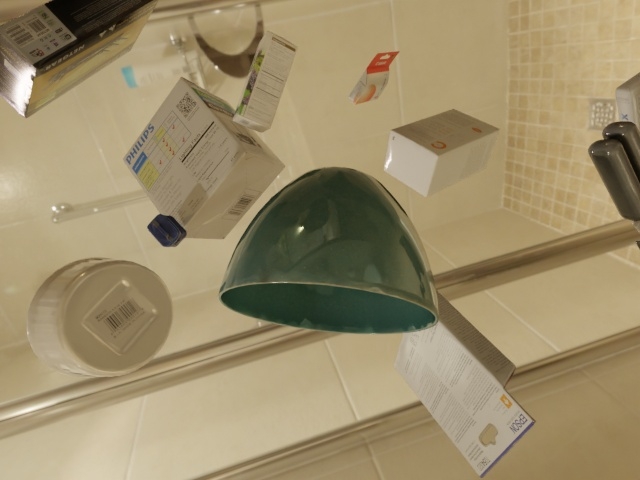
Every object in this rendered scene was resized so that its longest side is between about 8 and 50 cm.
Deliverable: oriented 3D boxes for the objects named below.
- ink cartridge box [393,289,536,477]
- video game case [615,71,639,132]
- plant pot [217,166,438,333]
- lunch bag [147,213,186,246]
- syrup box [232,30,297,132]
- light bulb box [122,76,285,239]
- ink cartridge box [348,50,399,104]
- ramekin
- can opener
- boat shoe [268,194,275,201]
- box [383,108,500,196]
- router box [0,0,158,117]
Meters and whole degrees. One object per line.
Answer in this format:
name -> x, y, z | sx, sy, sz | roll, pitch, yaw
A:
ink cartridge box -> 0.311, 0.321, 0.909 | 0.330, 0.072, 0.323 | 49, 151, 37
video game case -> 0.728, -0.253, 0.757 | 0.299, 0.329, 0.036 | 53, -177, -31
plant pot -> 0.017, 0.011, 0.574 | 0.290, 0.291, 0.195 | 94, -178, -68
lunch bag -> -0.433, -0.024, 1.127 | 0.098, 0.067, 0.065 | 44, -174, 9
syrup box -> -0.151, -0.425, 1.082 | 0.093, 0.097, 0.236 | 17, 89, 67
light bulb box -> -0.381, -0.251, 1.298 | 0.361, 0.358, 0.225 | 50, -162, 19
ink cartridge box -> 0.192, -0.549, 1.352 | 0.045, 0.146, 0.179 | 53, 137, 8
ramekin -> -0.472, 0.170, 0.893 | 0.135, 0.277, 0.276 | -7, 101, 39
can opener -> 0.520, -0.067, 0.626 | 0.280, 0.074, 0.093 | 44, 172, -20
boat shoe -> 0.000, 0.000, 0.979 | 0.119, 0.121, 0.335 | 21, 151, 54
box -> 0.433, -0.325, 1.436 | 0.215, 0.346, 0.168 | 42, 144, 35
router box -> -0.492, -0.401, 0.807 | 0.243, 0.308, 0.081 | -9, 129, 50
